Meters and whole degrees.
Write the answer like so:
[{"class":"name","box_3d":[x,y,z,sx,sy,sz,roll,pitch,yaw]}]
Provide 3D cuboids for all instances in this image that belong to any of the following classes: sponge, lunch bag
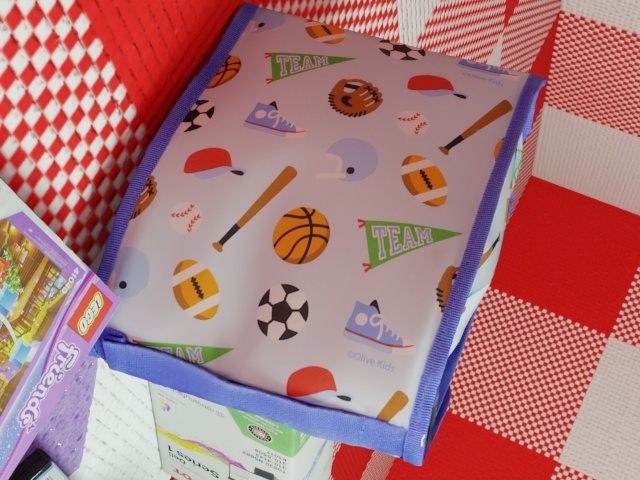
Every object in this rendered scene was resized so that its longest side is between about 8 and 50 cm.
[{"class":"sponge","box_3d":[-0.255,0.154,0.858,0.117,0.031,0.210,-36,146,-57]},{"class":"lunch bag","box_3d":[0.000,0.000,0.880,0.239,0.328,0.385,88,21,-50]}]

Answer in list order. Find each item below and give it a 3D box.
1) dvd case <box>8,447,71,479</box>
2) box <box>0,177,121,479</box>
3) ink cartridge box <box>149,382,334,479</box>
[{"class":"dvd case","box_3d":[-0.293,0.307,0.880,0.180,0.022,0.253,-42,155,-21]},{"class":"box","box_3d":[-0.277,0.112,0.649,0.293,0.057,0.201,-60,152,-20]},{"class":"ink cartridge box","box_3d":[-0.092,0.218,1.139,0.117,0.201,0.278,-53,158,-37]}]
